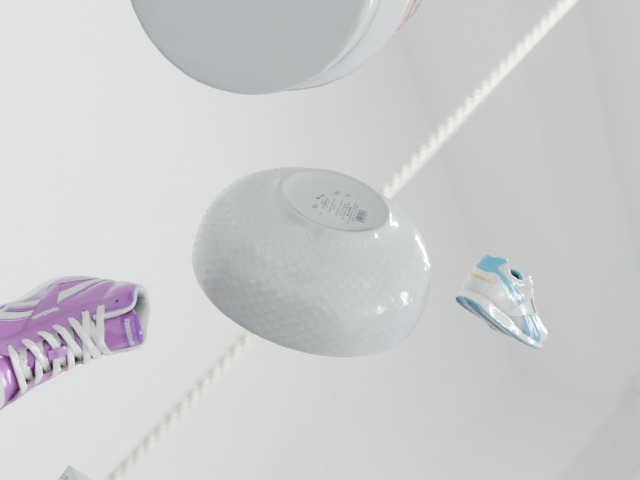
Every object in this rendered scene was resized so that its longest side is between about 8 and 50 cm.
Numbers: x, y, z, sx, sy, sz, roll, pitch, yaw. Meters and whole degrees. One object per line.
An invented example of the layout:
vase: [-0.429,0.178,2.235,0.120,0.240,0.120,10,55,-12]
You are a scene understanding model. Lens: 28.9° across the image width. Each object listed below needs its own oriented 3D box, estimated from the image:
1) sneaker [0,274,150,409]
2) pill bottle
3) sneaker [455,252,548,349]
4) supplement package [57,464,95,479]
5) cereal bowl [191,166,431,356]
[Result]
sneaker: [-0.297,0.113,1.431,0.161,0.282,0.102,1,-64,24]
pill bottle: [-0.017,-0.252,1.073,0.224,0.224,0.392,46,20,-5]
sneaker: [0.295,0.098,1.896,0.087,0.092,0.229,24,-9,39]
supplement package: [-0.222,0.309,1.081,0.105,0.179,0.105,36,-3,-24]
cereal bowl: [0.000,0.000,1.703,0.339,0.339,0.141,34,-55,26]
